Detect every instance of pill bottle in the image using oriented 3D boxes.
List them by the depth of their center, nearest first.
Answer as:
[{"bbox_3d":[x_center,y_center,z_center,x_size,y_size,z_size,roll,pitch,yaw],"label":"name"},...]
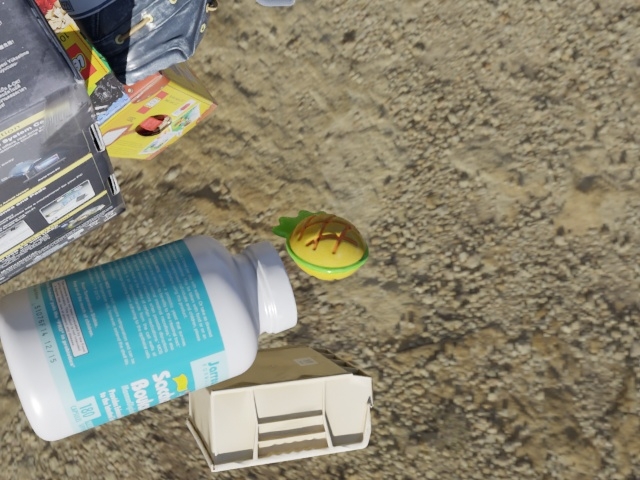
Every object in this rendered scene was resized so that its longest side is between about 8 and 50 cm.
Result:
[{"bbox_3d":[-0.161,0.082,0.849,0.264,0.146,0.146,-18,90,-14],"label":"pill bottle"}]

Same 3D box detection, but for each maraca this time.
[{"bbox_3d":[0.000,0.000,1.444,0.127,0.186,0.099,-17,128,-29],"label":"maraca"}]

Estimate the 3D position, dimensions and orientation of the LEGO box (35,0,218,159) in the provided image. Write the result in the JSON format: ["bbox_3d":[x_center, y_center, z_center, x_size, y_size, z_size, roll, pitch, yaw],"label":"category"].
[{"bbox_3d":[-0.401,-0.343,1.530,0.193,0.500,0.372,-38,92,5],"label":"LEGO box"}]

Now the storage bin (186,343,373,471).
[{"bbox_3d":[-0.075,0.261,1.440,0.261,0.262,0.123,-4,94,-16],"label":"storage bin"}]

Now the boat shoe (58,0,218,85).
[{"bbox_3d":[-0.093,-0.193,0.637,0.183,0.065,0.083,-36,128,-9],"label":"boat shoe"}]

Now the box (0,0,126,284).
[{"bbox_3d":[-0.331,0.011,0.589,0.395,0.318,0.097,-32,86,-12],"label":"box"}]

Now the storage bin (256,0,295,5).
[{"bbox_3d":[-0.097,-0.515,1.637,0.135,0.098,0.091,51,51,-54],"label":"storage bin"}]
